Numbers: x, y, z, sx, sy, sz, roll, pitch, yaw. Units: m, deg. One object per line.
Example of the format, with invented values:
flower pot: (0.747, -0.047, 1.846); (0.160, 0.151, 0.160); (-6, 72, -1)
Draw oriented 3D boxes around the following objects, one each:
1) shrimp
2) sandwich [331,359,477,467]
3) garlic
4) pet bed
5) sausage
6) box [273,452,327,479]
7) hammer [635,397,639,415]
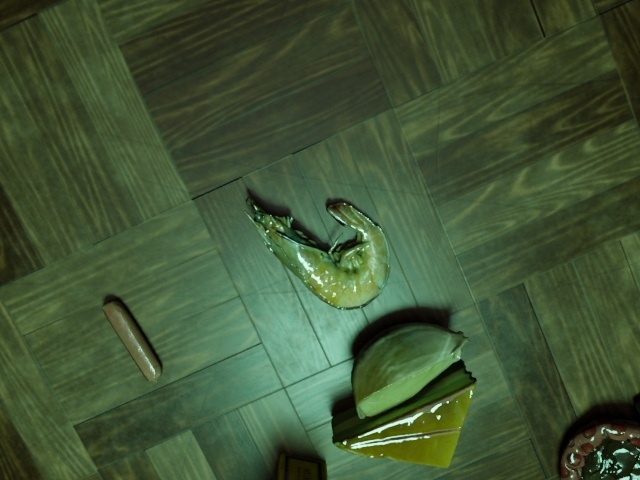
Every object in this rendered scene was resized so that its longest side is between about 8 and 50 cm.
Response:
shrimp: (0.000, 0.000, 0.890); (0.251, 0.052, 0.143); (38, 85, -14)
sandwich: (0.120, 0.245, 0.894); (0.187, 0.117, 0.144); (10, 96, -2)
garlic: (0.123, 0.182, 0.890); (0.195, 0.101, 0.087); (-28, 129, -5)
pet bed: (0.479, 0.374, 0.923); (0.201, 0.053, 0.201); (2, 94, 27)
sausage: (-0.289, 0.156, 0.908); (0.035, 0.030, 0.147); (-31, 98, 4)
box: (-0.062, 0.510, 0.887); (0.084, 0.193, 0.301); (14, 98, -3)
hammer: (0.609, 0.430, 0.952); (0.242, 0.095, 0.409); (-23, 96, 2)
